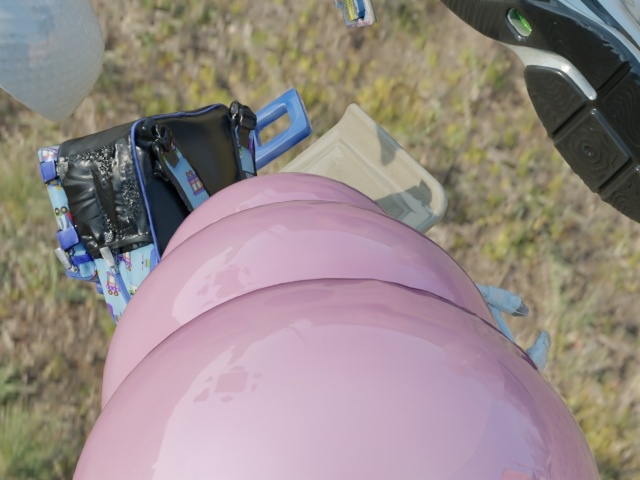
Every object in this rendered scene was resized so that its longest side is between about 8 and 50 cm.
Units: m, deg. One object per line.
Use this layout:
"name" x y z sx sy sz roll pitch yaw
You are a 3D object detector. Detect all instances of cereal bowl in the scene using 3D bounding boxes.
"cereal bowl" -0.353 -0.287 1.825 0.339 0.339 0.141 44 93 16

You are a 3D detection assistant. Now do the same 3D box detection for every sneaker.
"sneaker" 0.312 -0.232 1.731 0.257 0.169 0.447 -34 81 -31

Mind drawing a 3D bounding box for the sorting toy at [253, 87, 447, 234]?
"sorting toy" 0.000 0.000 1.368 0.196 0.047 0.348 -42 37 1

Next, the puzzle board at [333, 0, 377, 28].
"puzzle board" 0.009 -0.213 1.214 0.011 0.096 0.128 -17 97 -9

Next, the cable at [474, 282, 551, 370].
"cable" 0.056 0.127 1.465 0.257 0.089 0.257 29 59 -15

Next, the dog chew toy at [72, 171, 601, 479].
"dog chew toy" -0.003 0.077 0.725 0.206 0.207 0.332 5 27 -9

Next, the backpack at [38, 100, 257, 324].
"backpack" -0.101 0.003 1.174 0.158 0.116 0.173 -22 97 -63
